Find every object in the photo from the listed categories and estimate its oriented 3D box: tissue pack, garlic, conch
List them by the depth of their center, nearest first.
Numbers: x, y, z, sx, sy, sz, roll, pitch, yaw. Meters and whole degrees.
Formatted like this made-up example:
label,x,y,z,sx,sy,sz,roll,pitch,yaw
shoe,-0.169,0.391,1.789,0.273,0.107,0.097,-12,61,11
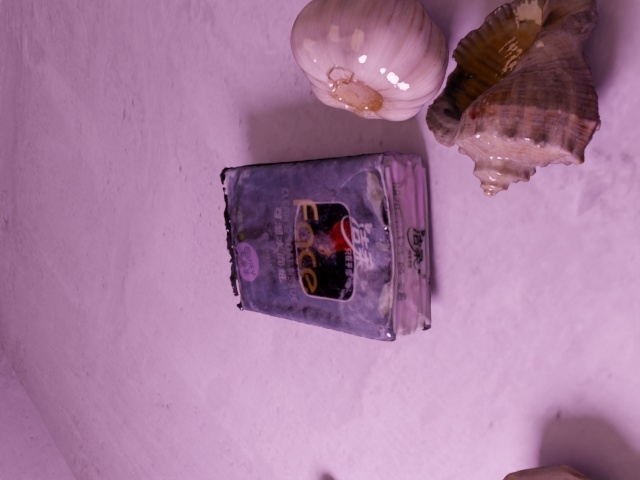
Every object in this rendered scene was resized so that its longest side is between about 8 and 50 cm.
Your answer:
label,x,y,z,sx,sy,sz,roll,pitch,yaw
conch,0.208,-0.160,0.615,0.178,0.163,0.245,21,88,23
garlic,0.074,-0.276,0.730,0.199,0.199,0.225,12,81,44
tissue pack,0.000,0.000,0.902,0.361,0.122,0.259,5,103,47

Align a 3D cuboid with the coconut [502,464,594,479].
label,x,y,z,sx,sy,sz,roll,pitch,yaw
coconut,0.281,0.353,0.701,0.162,0.161,0.161,45,131,29
